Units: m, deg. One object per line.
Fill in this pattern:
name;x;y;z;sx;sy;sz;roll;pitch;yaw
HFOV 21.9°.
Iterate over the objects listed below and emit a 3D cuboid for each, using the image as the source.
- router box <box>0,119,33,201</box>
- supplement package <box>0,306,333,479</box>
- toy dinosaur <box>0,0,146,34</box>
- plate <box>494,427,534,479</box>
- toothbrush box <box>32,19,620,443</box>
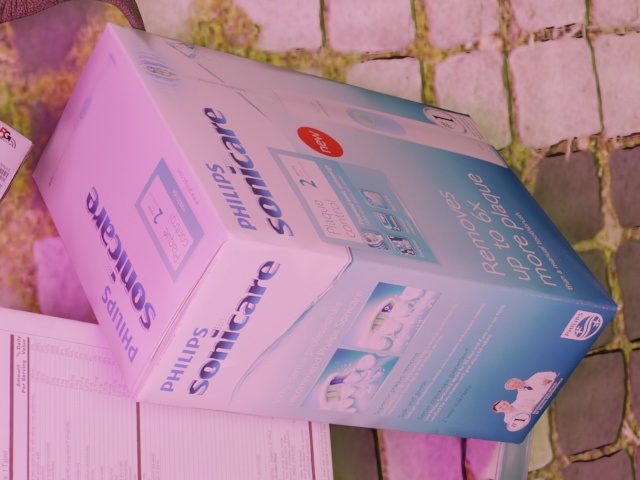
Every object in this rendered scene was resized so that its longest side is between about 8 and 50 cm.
router box;-0.264;-0.083;0.915;0.179;0.133;0.046;37;71;-29
supplement package;-0.128;0.138;0.984;0.244;0.134;0.139;14;59;-33
toy dinosaur;-0.246;-0.198;0.958;0.313;0.121;0.160;39;82;-32
plate;0.142;0.113;1.173;0.024;0.188;0.188;7;85;7
toothbrush box;0.000;0.000;1.021;0.295;0.216;0.126;10;123;-34
